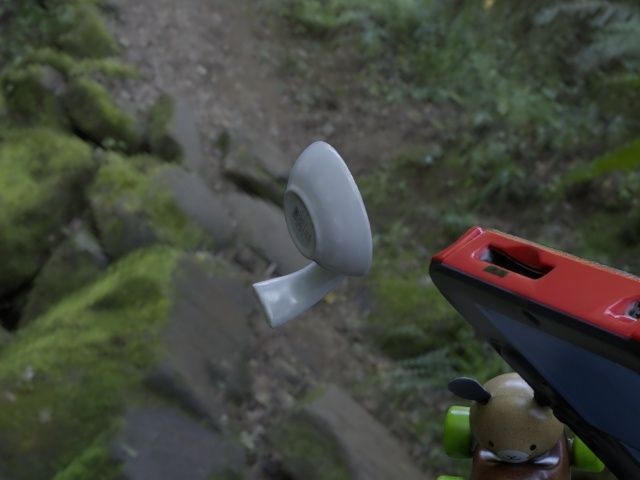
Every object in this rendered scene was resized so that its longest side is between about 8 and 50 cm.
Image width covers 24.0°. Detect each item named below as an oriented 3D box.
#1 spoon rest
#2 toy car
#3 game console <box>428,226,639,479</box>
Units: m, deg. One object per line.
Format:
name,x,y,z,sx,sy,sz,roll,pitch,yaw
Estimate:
spoon rest,0.000,0.000,1.521,0.084,0.276,0.137,-18,70,-23
toy car,0.180,0.184,1.391,0.188,0.155,0.149,73,25,-53
game console,0.249,0.142,1.039,0.342,0.060,0.386,50,-9,-20
